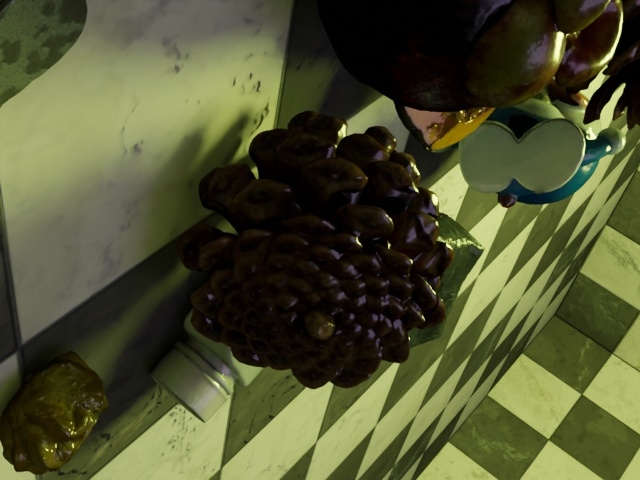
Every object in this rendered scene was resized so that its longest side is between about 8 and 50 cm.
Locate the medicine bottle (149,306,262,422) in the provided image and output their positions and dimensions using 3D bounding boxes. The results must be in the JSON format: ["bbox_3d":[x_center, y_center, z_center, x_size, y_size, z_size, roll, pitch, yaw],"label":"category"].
[{"bbox_3d":[-0.065,0.071,0.795,0.183,0.069,0.119,-50,161,-17],"label":"medicine bottle"}]

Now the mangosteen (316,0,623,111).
[{"bbox_3d":[0.095,-0.173,0.572,0.210,0.210,0.210,-46,158,-24],"label":"mangosteen"}]

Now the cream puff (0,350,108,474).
[{"bbox_3d":[-0.187,0.118,0.620,0.083,0.083,0.058,-41,118,-6],"label":"cream puff"}]

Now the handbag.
[{"bbox_3d":[0.112,0.074,1.205,0.175,0.089,0.270,-24,145,-41],"label":"handbag"}]

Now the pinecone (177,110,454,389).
[{"bbox_3d":[0.000,0.000,0.668,0.208,0.208,0.208,-46,158,-24],"label":"pinecone"}]

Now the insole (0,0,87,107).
[{"bbox_3d":[-0.181,-0.057,0.416,0.193,0.006,0.065,-48,159,-19],"label":"insole"}]

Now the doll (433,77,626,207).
[{"bbox_3d":[0.232,-0.117,1.019,0.257,0.215,0.161,-33,133,-73],"label":"doll"}]

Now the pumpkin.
[{"bbox_3d":[0.109,-0.161,0.763,0.119,0.107,0.183,-41,166,-16],"label":"pumpkin"}]

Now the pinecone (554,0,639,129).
[{"bbox_3d":[0.301,-0.252,0.856,0.264,0.264,0.264,-46,158,-24],"label":"pinecone"}]
